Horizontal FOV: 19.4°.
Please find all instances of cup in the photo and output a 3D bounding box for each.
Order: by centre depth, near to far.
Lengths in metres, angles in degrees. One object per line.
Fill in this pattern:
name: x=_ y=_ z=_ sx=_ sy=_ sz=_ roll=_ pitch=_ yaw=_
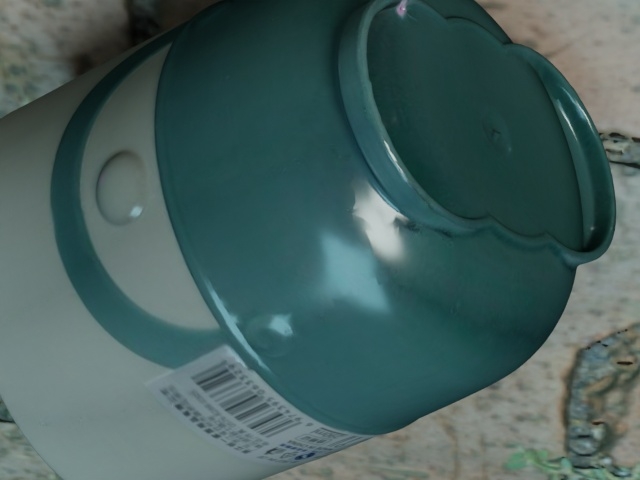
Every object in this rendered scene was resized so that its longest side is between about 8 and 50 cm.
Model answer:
cup: x=0.000 y=0.000 z=0.907 sx=0.257 sy=0.219 sz=0.290 roll=-23 pitch=156 yaw=33
